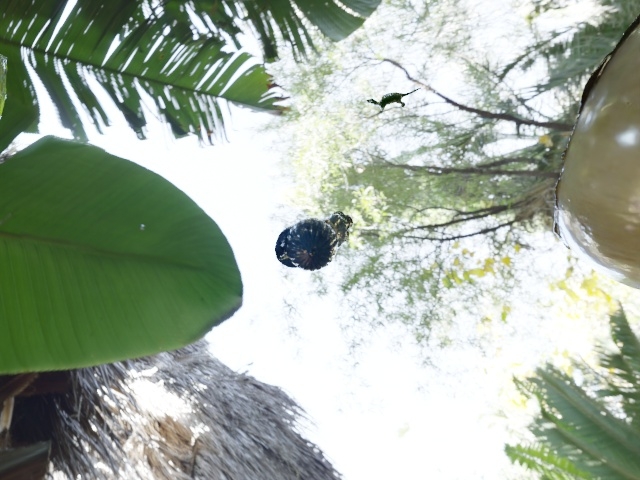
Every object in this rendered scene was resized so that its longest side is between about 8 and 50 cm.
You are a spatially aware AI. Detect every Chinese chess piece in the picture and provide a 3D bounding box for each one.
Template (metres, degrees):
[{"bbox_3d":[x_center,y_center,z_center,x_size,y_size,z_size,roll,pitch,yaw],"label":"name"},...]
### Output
[{"bbox_3d":[0.318,-0.078,0.417,0.257,0.104,0.257,-19,-54,-28],"label":"Chinese chess piece"}]

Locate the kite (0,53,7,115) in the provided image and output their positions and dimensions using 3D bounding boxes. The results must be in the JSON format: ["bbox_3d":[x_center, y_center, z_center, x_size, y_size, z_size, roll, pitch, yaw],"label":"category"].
[{"bbox_3d":[-0.330,-0.069,0.488,0.016,0.127,0.229,4,-64,-33],"label":"kite"}]

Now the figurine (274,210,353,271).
[{"bbox_3d":[0.000,0.000,0.707,0.149,0.087,0.086,-22,-42,-58],"label":"figurine"}]

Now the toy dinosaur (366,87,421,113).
[{"bbox_3d":[0.163,-0.313,1.064,0.060,0.119,0.029,23,-125,-70],"label":"toy dinosaur"}]
